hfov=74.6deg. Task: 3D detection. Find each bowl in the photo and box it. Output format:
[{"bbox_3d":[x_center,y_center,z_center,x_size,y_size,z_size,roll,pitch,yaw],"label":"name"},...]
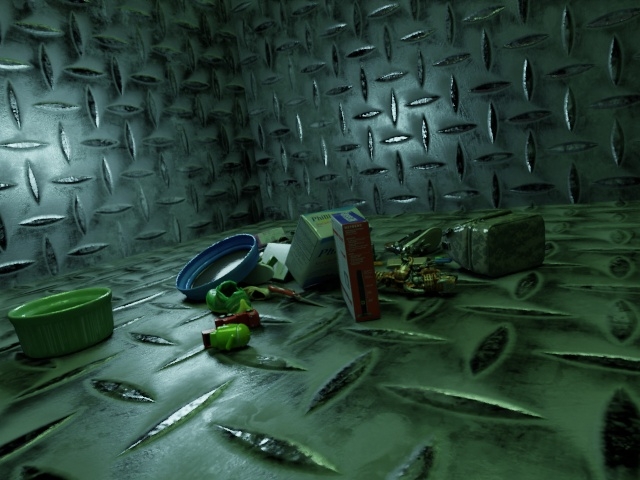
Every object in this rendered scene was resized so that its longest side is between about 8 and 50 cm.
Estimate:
[{"bbox_3d":[-0.441,0.114,1.840,0.390,0.077,0.391,-22,26,11],"label":"bowl"}]

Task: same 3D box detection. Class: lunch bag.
[{"bbox_3d":[0.657,0.001,1.616,0.304,0.213,0.256,-12,10,-20],"label":"lunch bag"}]

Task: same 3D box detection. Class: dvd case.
[{"bbox_3d":[-0.201,0.097,1.939,0.252,0.181,0.022,3,-27,48],"label":"dvd case"}]

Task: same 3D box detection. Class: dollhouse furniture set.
[{"bbox_3d":[-0.268,0.090,1.946,0.151,0.076,0.059,8,55,48],"label":"dollhouse furniture set"}]

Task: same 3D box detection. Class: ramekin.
[{"bbox_3d":[-0.857,0.274,1.421,0.302,0.149,0.303,-7,9,1],"label":"ramekin"}]

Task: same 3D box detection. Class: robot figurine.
[{"bbox_3d":[-0.251,0.271,1.186,0.115,0.067,0.101,-8,-2,-3],"label":"robot figurine"}]

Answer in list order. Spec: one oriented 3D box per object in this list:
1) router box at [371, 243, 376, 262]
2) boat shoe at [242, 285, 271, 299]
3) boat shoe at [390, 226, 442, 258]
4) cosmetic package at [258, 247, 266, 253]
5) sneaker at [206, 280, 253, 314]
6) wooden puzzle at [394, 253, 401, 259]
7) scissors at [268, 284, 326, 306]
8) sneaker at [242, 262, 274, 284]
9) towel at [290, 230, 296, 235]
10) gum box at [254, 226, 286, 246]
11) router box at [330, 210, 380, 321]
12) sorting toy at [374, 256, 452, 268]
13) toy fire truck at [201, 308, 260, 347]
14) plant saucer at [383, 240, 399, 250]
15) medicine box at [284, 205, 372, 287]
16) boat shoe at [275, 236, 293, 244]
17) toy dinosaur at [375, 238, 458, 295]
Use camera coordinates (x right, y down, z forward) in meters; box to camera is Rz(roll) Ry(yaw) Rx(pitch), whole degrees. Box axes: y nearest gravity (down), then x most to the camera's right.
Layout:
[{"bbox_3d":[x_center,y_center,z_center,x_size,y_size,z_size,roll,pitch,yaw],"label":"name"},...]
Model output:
[{"bbox_3d":[0.196,0.072,1.931,0.122,0.092,0.038,-13,11,-31],"label":"router box"},{"bbox_3d":[-0.258,0.206,1.632,0.135,0.050,0.045,-4,5,22],"label":"boat shoe"},{"bbox_3d":[0.458,0.007,2.004,0.113,0.127,0.340,17,33,41],"label":"boat shoe"},{"bbox_3d":[-0.220,0.082,2.199,0.376,0.098,0.284,0,11,40],"label":"cosmetic package"},{"bbox_3d":[-0.325,0.200,1.503,0.109,0.124,0.295,-15,11,-35],"label":"sneaker"},{"bbox_3d":[0.368,0.083,1.852,0.083,0.050,0.006,-6,-4,15],"label":"wooden puzzle"},{"bbox_3d":[-0.095,0.204,1.533,0.108,0.021,0.297,16,-1,-31],"label":"scissors"},{"bbox_3d":[-0.327,0.136,1.933,0.295,0.105,0.147,-9,14,21],"label":"sneaker"},{"bbox_3d":[0.000,0.000,2.239,0.271,0.040,0.370,5,-6,8],"label":"towel"},{"bbox_3d":[-0.286,-0.004,2.192,0.188,0.062,0.107,-19,-9,-47],"label":"gum box"},{"bbox_3d":[0.108,0.069,1.393,0.082,0.302,0.335,-9,10,-3],"label":"router box"},{"bbox_3d":[0.367,0.105,1.743,0.347,0.047,0.196,-4,4,13],"label":"sorting toy"},{"bbox_3d":[-0.271,0.266,1.296,0.191,0.047,0.135,-11,10,-22],"label":"toy fire truck"},{"bbox_3d":[0.412,0.030,2.200,0.168,0.029,0.168,-7,9,1],"label":"plant saucer"},{"bbox_3d":[0.027,0.023,1.710,0.263,0.289,0.149,-14,53,-34],"label":"medicine box"},{"bbox_3d":[-0.174,0.014,2.082,0.081,0.069,0.227,-12,11,-20],"label":"boat shoe"},{"bbox_3d":[0.316,0.112,1.472,0.321,0.165,0.218,19,37,22],"label":"toy dinosaur"}]
